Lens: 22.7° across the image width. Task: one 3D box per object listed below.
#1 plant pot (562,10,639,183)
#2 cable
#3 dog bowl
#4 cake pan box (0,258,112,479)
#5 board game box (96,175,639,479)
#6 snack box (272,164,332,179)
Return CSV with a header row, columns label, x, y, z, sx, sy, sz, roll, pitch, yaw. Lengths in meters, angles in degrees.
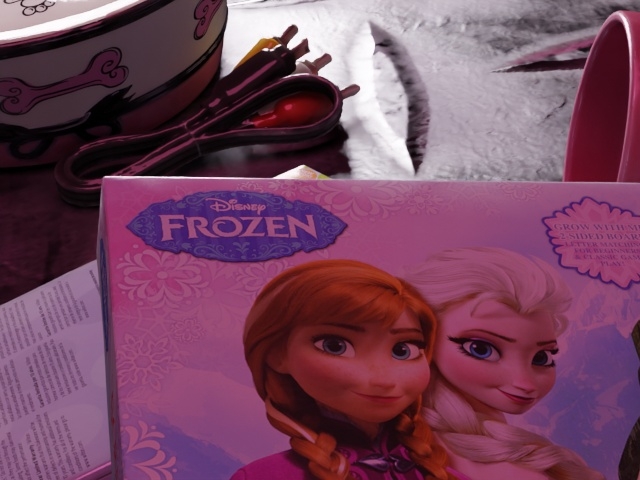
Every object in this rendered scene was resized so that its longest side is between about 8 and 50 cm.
label,x,y,z,sx,sy,sz,roll,pitch,yaw
plant pot,0.284,-0.055,1.155,0.180,0.201,0.201,7,35,-3
cable,-0.091,-0.091,1.427,0.287,0.072,0.139,-36,58,-15
dog bowl,-0.271,-0.220,1.547,0.408,0.150,0.408,-6,35,4
cake pan box,-0.149,0.100,0.962,0.245,0.070,0.267,-25,27,-9
board game box,0.055,0.096,0.790,0.318,0.066,0.318,0,44,-12
snack box,0.000,0.000,1.122,0.100,0.037,0.141,-25,39,-38
